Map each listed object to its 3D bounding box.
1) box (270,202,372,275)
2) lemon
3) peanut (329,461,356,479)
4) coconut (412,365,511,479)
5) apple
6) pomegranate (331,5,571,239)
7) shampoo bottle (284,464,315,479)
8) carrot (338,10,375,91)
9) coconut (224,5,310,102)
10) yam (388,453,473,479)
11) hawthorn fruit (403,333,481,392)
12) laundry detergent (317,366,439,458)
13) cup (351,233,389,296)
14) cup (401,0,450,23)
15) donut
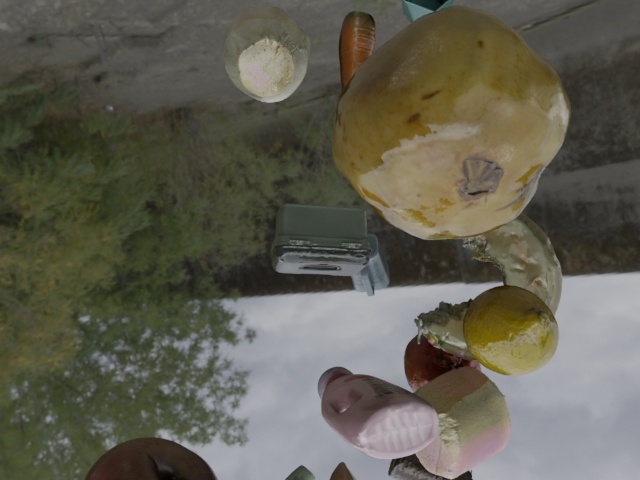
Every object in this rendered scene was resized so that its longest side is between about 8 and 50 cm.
[{"bbox_3d":[0.000,0.000,1.395,0.210,0.129,0.148,4,164,-9],"label":"box"},{"bbox_3d":[0.385,0.183,1.326,0.187,0.186,0.244,-15,173,-14],"label":"lemon"},{"bbox_3d":[0.044,0.507,1.270,0.076,0.076,0.152,-12,-134,18],"label":"peanut"},{"bbox_3d":[0.324,0.411,1.525,0.245,0.233,0.233,-20,-171,-31],"label":"coconut"},{"bbox_3d":[-0.387,0.624,1.487,0.349,0.277,0.348,29,-169,-7],"label":"apple"},{"bbox_3d":[0.179,-0.167,0.938,0.333,0.332,0.332,-14,-173,2],"label":"pomegranate"},{"bbox_3d":[-0.101,0.701,1.749,0.212,0.072,0.049,-43,171,-23],"label":"shampoo bottle"},{"bbox_3d":[0.079,-0.414,1.465,0.087,0.193,0.087,6,180,0],"label":"carrot"},{"bbox_3d":[-0.134,-0.479,1.658,0.241,0.241,0.241,-14,-173,2],"label":"coconut"},{"bbox_3d":[0.370,0.776,2.168,0.280,0.131,0.131,23,-172,-1],"label":"yam"},{"bbox_3d":[0.319,0.332,1.788,0.211,0.211,0.299,-15,-165,-9],"label":"hawthorn fruit"},{"bbox_3d":[0.074,0.289,1.141,0.159,0.087,0.335,-7,-179,-17],"label":"laundry detergent"},{"bbox_3d":[0.117,0.071,1.657,0.095,0.129,0.128,-10,-134,13],"label":"cup"},{"bbox_3d":[0.259,-0.599,1.579,0.148,0.134,0.236,-36,-179,9],"label":"cup"},{"bbox_3d":[0.410,0.108,1.553,0.307,0.371,0.150,17,179,7],"label":"donut"}]
